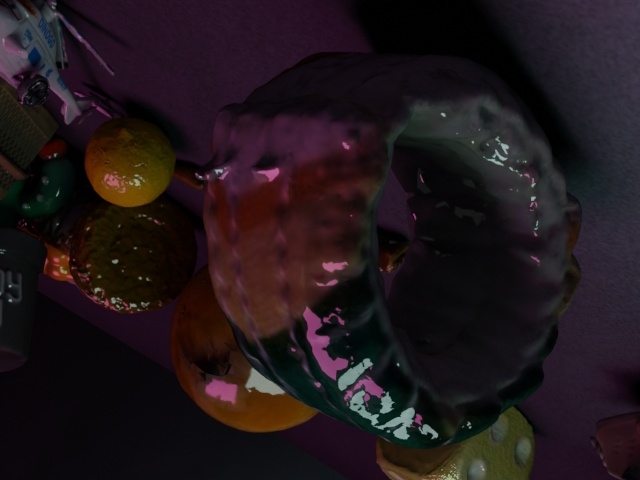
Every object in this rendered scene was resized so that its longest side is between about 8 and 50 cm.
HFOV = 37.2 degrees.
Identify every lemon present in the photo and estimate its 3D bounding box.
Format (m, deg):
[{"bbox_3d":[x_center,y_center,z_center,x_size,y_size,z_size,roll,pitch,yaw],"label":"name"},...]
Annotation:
[{"bbox_3d":[-0.230,-0.095,1.150,0.109,0.109,0.133,31,154,5],"label":"lemon"}]

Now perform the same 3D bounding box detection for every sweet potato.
[{"bbox_3d":[-0.181,-0.088,1.225,0.115,0.026,0.026,23,161,44],"label":"sweet potato"}]

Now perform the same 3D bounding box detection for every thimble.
[{"bbox_3d":[0.049,0.000,0.675,0.167,0.254,0.288,10,150,49],"label":"thimble"}]

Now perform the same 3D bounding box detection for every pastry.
[{"bbox_3d":[-0.278,0.018,1.407,0.188,0.189,0.103,37,160,-15],"label":"pastry"}]

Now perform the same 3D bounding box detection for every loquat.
[{"bbox_3d":[-0.083,0.139,1.342,0.263,0.263,0.263,29,163,10],"label":"loquat"}]

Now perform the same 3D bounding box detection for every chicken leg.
[{"bbox_3d":[0.002,0.001,1.073,0.207,0.085,0.101,7,139,38],"label":"chicken leg"}]

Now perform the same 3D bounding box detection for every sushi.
[{"bbox_3d":[-0.440,-0.055,1.597,0.332,0.130,0.124,25,-179,37],"label":"sushi"}]

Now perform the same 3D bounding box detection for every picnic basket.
[{"bbox_3d":[-0.527,-0.187,1.358,0.266,0.139,0.165,24,161,24],"label":"picnic basket"}]

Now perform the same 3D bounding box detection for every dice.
[{"bbox_3d":[0.198,0.305,1.400,0.169,0.166,0.169,11,153,50],"label":"dice"}]

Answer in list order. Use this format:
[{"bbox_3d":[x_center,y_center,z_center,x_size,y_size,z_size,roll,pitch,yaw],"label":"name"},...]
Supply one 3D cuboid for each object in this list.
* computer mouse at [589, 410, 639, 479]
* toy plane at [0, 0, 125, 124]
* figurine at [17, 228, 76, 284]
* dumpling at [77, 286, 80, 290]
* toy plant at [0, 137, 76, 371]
[{"bbox_3d":[0.394,0.220,0.936,0.199,0.115,0.389,26,176,-15],"label":"computer mouse"},{"bbox_3d":[-0.312,-0.194,1.031,0.182,0.107,0.273,38,167,-3],"label":"toy plane"},{"bbox_3d":[-0.524,0.028,1.819,0.250,0.141,0.167,30,125,37],"label":"figurine"},{"bbox_3d":[-0.422,0.072,1.953,0.166,0.126,0.215,16,163,-41],"label":"dumpling"},{"bbox_3d":[-0.504,-0.010,1.451,0.279,0.400,0.185,-15,156,24],"label":"toy plant"}]
